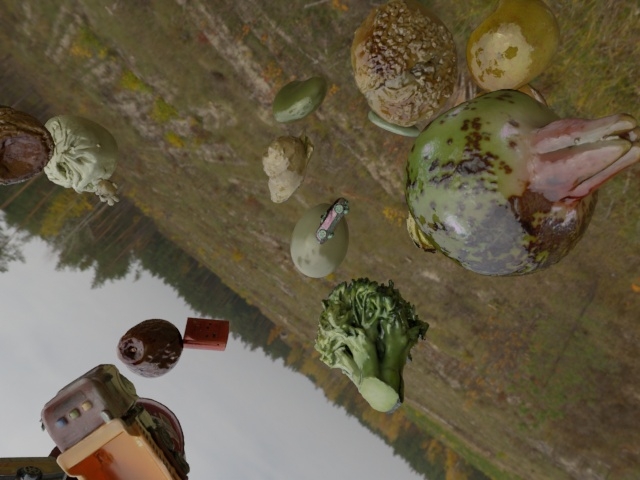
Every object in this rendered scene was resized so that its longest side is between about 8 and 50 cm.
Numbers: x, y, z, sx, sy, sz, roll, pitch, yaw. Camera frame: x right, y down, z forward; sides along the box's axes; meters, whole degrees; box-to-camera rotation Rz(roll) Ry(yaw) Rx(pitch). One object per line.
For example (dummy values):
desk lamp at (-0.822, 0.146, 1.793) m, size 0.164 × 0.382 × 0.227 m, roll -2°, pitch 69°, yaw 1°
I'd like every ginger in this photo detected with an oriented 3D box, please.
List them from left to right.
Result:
ginger at (-0.101, -0.166, 1.064) m, size 0.122 × 0.193 × 0.115 m, roll 0°, pitch -136°, yaw -39°

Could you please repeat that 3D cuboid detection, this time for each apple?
apple at (0.377, -0.391, 0.896) m, size 0.155 × 0.182 × 0.182 m, roll 39°, pitch 167°, yaw -16°

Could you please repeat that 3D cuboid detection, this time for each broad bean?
broad bean at (-0.070, -0.444, 1.414) m, size 0.121 × 0.189 × 0.263 m, roll 49°, pitch 171°, yaw -17°

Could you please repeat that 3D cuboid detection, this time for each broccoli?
broccoli at (0.094, 0.225, 0.896) m, size 0.288 × 0.248 × 0.246 m, roll 50°, pitch -154°, yaw -20°

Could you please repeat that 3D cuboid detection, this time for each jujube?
jujube at (-0.539, 0.340, 1.414) m, size 0.190 × 0.190 × 0.255 m, roll 37°, pitch 171°, yaw 6°

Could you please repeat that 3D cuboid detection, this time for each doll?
doll at (-0.550, -0.125, 1.162) m, size 0.061 × 0.051 × 0.093 m, roll 21°, pitch 167°, yaw -13°

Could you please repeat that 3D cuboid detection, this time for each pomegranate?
pomegranate at (0.217, -0.068, 0.478) m, size 0.214 × 0.214 × 0.248 m, roll 42°, pitch 155°, yaw -12°

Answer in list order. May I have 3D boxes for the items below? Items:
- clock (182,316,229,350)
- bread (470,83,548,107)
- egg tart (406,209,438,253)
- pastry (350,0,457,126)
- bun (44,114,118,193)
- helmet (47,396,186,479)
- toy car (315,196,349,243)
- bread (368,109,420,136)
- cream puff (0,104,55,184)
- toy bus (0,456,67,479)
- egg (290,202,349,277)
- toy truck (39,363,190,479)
clock at (-0.399, 0.322, 1.567) m, size 0.155 × 0.113 × 0.061 m, roll 7°, pitch 138°, yaw -10°
bread at (0.451, -0.294, 1.112) m, size 0.199 × 0.199 × 0.104 m, roll 40°, pitch -177°, yaw -4°
egg tart at (0.415, -0.094, 1.593) m, size 0.279 × 0.279 × 0.095 m, roll 46°, pitch 179°, yaw -27°
pastry at (0.227, -0.459, 1.153) m, size 0.316 × 0.284 × 0.184 m, roll 63°, pitch 173°, yaw -18°
bun at (-0.685, -0.233, 1.253) m, size 0.229 × 0.145 × 0.229 m, roll 6°, pitch 129°, yaw 7°
helmet at (-0.495, 0.616, 1.125) m, size 0.337 × 0.385 × 0.230 m, roll 29°, pitch 148°, yaw 32°
toy car at (0.028, -0.056, 1.227) m, size 0.055 × 0.142 × 0.069 m, roll 36°, pitch -168°, yaw 15°
bread at (0.214, -0.379, 1.408) m, size 0.193 × 0.112 × 0.036 m, roll 45°, pitch 131°, yaw 38°
cream puff at (-0.743, -0.240, 1.034) m, size 0.169 × 0.183 × 0.183 m, roll 43°, pitch 168°, yaw 17°
toy bus at (-0.623, 0.452, 0.827) m, size 0.106 × 0.092 × 0.268 m, roll 10°, pitch 168°, yaw 42°
egg at (0.000, 0.000, 1.436) m, size 0.186 × 0.242 × 0.186 m, roll 19°, pitch 180°, yaw 0°
toy truck at (-0.284, 0.318, 0.650) m, size 0.270 × 0.114 × 0.135 m, roll 58°, pitch 167°, yaw -5°
